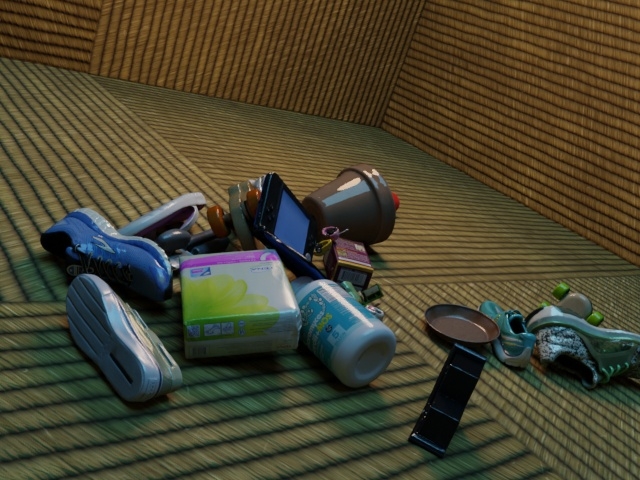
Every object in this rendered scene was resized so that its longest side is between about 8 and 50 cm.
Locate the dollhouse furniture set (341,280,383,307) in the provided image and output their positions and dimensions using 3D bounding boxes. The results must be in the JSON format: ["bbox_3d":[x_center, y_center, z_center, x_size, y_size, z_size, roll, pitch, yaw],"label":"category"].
[{"bbox_3d":[0.112,0.134,1.644,0.076,0.058,0.151,65,13,17],"label":"dollhouse furniture set"}]

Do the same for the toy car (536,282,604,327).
[{"bbox_3d":[0.769,0.228,1.985,0.155,0.149,0.188,47,19,30],"label":"toy car"}]

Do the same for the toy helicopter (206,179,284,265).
[{"bbox_3d":[-0.184,-0.056,1.758,0.140,0.235,0.355,-23,26,6],"label":"toy helicopter"}]

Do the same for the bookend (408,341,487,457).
[{"bbox_3d":[0.246,0.302,1.255,0.072,0.156,0.157,25,21,15],"label":"bookend"}]

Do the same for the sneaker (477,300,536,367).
[{"bbox_3d":[0.504,0.231,1.750,0.107,0.110,0.275,14,20,-14],"label":"sneaker"}]

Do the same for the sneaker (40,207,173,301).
[{"bbox_3d":[-0.447,0.051,1.363,0.330,0.130,0.147,24,34,21],"label":"sneaker"}]

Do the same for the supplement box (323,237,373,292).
[{"bbox_3d":[0.074,0.066,1.826,0.104,0.081,0.188,14,21,-12],"label":"supplement box"}]

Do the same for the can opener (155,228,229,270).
[{"bbox_3d":[-0.308,0.012,1.608,0.074,0.093,0.280,36,18,11],"label":"can opener"}]

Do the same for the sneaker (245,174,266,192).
[{"bbox_3d":[-0.171,-0.146,2.056,0.114,0.152,0.305,8,21,-24],"label":"sneaker"}]

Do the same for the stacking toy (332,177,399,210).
[{"bbox_3d":[0.181,-0.158,2.457,0.330,0.141,0.141,3,25,-47],"label":"stacking toy"}]

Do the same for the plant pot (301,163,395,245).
[{"bbox_3d":[0.068,-0.089,2.050,0.229,0.263,0.263,-19,39,-31],"label":"plant pot"}]

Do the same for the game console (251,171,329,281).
[{"bbox_3d":[-0.023,0.003,1.593,0.173,0.250,0.293,-1,-26,24],"label":"game console"}]

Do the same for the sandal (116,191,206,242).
[{"bbox_3d":[-0.376,-0.038,1.638,0.102,0.169,0.416,60,21,-6],"label":"sandal"}]

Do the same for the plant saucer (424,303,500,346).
[{"bbox_3d":[0.365,0.226,1.708,0.198,0.036,0.198,7,23,-3],"label":"plant saucer"}]

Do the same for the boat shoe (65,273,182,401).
[{"bbox_3d":[-0.353,0.172,1.153,0.302,0.109,0.094,45,15,34],"label":"boat shoe"}]

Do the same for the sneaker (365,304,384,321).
[{"bbox_3d":[0.092,0.183,1.552,0.134,0.070,0.051,7,25,-29],"label":"sneaker"}]

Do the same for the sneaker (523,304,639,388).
[{"bbox_3d":[0.729,0.328,1.743,0.410,0.158,0.182,19,51,-6],"label":"sneaker"}]

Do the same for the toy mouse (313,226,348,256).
[{"bbox_3d":[0.000,0.000,1.838,0.161,0.031,0.143,-28,26,-4],"label":"toy mouse"}]

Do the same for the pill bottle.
[{"bbox_3d":[0.026,0.179,1.389,0.146,0.146,0.264,1,26,-41],"label":"pill bottle"}]

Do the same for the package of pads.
[{"bbox_3d":[-0.170,0.123,1.348,0.229,0.101,0.296,-4,26,-12],"label":"package of pads"}]
